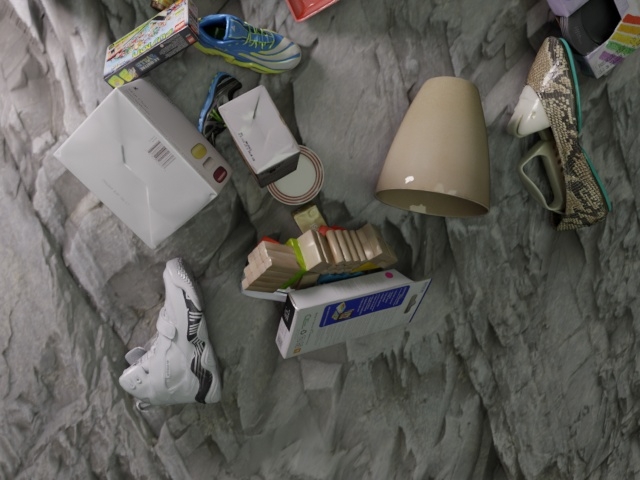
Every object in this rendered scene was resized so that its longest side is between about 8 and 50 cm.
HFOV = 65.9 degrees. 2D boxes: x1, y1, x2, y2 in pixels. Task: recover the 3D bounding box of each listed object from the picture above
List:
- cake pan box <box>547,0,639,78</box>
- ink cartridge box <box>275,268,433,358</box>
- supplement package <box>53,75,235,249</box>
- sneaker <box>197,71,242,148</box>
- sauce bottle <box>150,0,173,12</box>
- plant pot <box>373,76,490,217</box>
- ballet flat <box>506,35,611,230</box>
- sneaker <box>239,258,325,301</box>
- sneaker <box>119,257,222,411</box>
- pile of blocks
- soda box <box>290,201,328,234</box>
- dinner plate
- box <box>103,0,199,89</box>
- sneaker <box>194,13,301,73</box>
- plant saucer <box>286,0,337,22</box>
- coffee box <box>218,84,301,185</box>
[{"bbox_3d":[0.657,-0.537,1.096,0.266,0.070,0.246,-36,115,11],"label":"cake pan box"},{"bbox_3d":[0.082,0.164,1.171,0.370,0.069,0.176,-8,135,-26],"label":"ink cartridge box"},{"bbox_3d":[-0.346,-0.157,1.006,0.204,0.145,0.262,-35,109,20],"label":"supplement package"},{"bbox_3d":[-0.219,-0.268,1.075,0.078,0.067,0.188,17,96,-8],"label":"sneaker"},{"bbox_3d":[-0.308,-0.531,1.008,0.042,0.042,0.128,20,100,-15],"label":"sauce bottle"},{"bbox_3d":[0.271,-0.213,1.115,0.256,0.256,0.274,13,84,-14],"label":"plant pot"},{"bbox_3d":[0.563,-0.231,1.207,0.181,0.164,0.483,-22,109,11],"label":"ballet flat"},{"bbox_3d":[-0.062,0.098,1.179,0.257,0.094,0.092,7,104,-13],"label":"sneaker"},{"bbox_3d":[-0.357,0.229,1.127,0.210,0.137,0.366,-12,108,-11],"label":"sneaker"},{"bbox_3d":[-0.006,0.031,1.118,0.361,0.113,0.149,-5,148,-24],"label":"pile of blocks"},{"bbox_3d":[0.000,0.000,1.187,0.061,0.058,0.181,-30,108,-3],"label":"soda box"},{"bbox_3d":[-0.061,-0.154,1.160,0.141,0.017,0.141,-2,103,-10],"label":"dinner plate"},{"bbox_3d":[-0.332,-0.386,0.969,0.206,0.114,0.036,-24,143,16],"label":"box"},{"bbox_3d":[-0.152,-0.406,1.025,0.239,0.126,0.091,6,102,-12],"label":"sneaker"},{"bbox_3d":[0.008,-0.622,0.993,0.258,0.048,0.259,-17,109,30],"label":"plant saucer"},{"bbox_3d":[-0.119,-0.199,1.006,0.098,0.246,0.141,-29,93,-4],"label":"coffee box"}]
